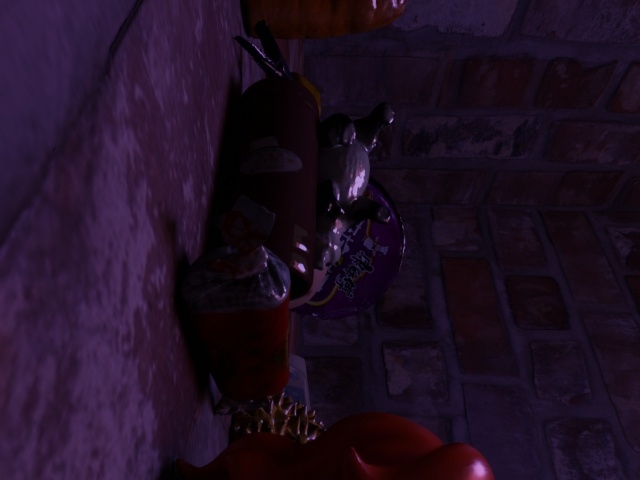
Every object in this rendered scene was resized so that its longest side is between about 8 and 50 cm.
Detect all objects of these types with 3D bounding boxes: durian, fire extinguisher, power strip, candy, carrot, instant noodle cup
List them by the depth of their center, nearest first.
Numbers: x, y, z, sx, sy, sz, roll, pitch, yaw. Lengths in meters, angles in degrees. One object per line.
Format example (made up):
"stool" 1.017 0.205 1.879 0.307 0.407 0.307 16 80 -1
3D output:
"candy" -0.068 0.080 0.434 0.059 0.086 0.292 -100 -171 -46
"fire extinguisher" -0.062 -0.110 0.558 0.138 0.102 0.343 37 45 -46
"carrot" 0.007 -0.345 0.658 0.159 0.225 0.159 6 90 -89
"durian" -0.065 0.289 0.668 0.132 0.165 0.182 -52 175 32
"power strip" -0.054 0.294 0.782 0.048 0.080 0.285 -58 -154 32
"instant noodle cup" 0.000 0.000 0.864 0.190 0.251 0.251 -174 -95 -81

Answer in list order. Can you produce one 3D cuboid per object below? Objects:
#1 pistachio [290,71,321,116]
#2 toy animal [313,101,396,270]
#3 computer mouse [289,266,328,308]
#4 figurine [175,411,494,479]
"pistachio" -0.050 -0.238 0.910 0.100 0.110 0.189 49 31 -39
"toy animal" 0.022 -0.068 0.623 0.121 0.094 0.225 -24 -124 58
"computer mouse" -0.043 -0.019 0.693 0.145 0.082 0.236 1 92 -51
"figurine" -0.008 0.236 0.348 0.181 0.208 0.257 45 62 -32
